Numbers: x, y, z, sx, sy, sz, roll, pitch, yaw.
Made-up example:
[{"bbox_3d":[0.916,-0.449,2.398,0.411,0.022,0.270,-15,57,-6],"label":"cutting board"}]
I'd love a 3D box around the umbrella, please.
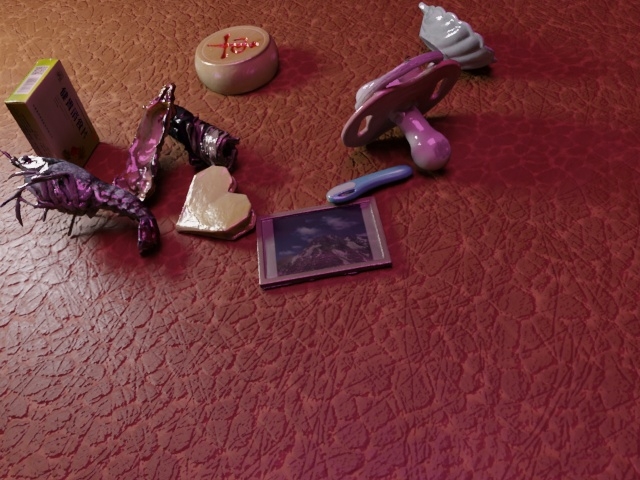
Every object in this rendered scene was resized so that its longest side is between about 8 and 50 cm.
[{"bbox_3d":[-0.347,-0.278,1.499,0.106,0.113,0.358,-15,36,-42],"label":"umbrella"}]

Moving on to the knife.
[{"bbox_3d":[0.115,-0.130,1.338,0.222,0.031,0.064,-21,35,-16],"label":"knife"}]

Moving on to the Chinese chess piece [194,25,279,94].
[{"bbox_3d":[-0.248,-0.540,1.716,0.251,0.097,0.250,-5,48,5],"label":"Chinese chess piece"}]

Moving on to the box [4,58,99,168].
[{"bbox_3d":[-0.664,-0.296,1.456,0.062,0.260,0.175,3,50,11],"label":"box"}]

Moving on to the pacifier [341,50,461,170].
[{"bbox_3d":[0.203,-0.302,1.366,0.332,0.273,0.220,-28,22,-14],"label":"pacifier"}]

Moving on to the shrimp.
[{"bbox_3d":[-0.547,-0.090,1.303,0.411,0.221,0.166,14,75,3],"label":"shrimp"}]

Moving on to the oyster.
[{"bbox_3d":[-0.414,-0.228,1.423,0.129,0.079,0.345,5,74,39],"label":"oyster"}]

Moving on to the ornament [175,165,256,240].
[{"bbox_3d":[-0.255,-0.069,1.334,0.180,0.059,0.201,-32,53,-4],"label":"ornament"}]

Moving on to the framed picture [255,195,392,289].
[{"bbox_3d":[0.000,0.000,1.254,0.281,0.019,0.209,-11,48,-1],"label":"framed picture"}]

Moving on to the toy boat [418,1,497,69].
[{"bbox_3d":[0.361,-0.556,1.601,0.100,0.199,0.290,-44,48,14],"label":"toy boat"}]
